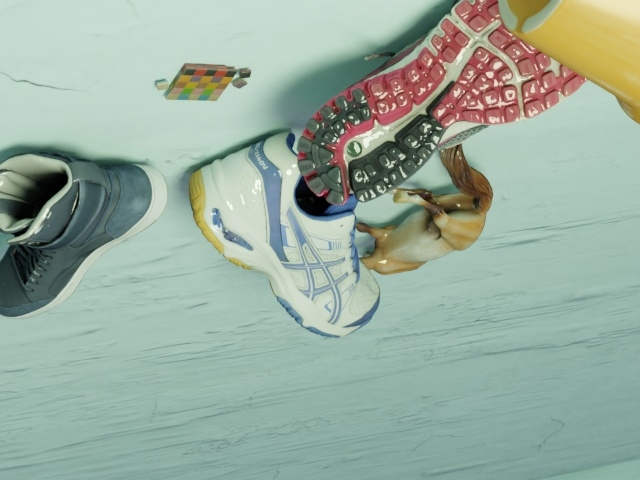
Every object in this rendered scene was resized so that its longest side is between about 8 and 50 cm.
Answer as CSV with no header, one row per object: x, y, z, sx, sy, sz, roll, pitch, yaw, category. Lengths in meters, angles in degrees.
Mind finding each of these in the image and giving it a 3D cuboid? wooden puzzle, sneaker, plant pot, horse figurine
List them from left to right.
-0.270,-0.004,1.362,0.226,0.086,0.163,-39,160,25,sneaker
-0.103,-0.136,1.283,0.083,0.006,0.049,-1,153,-30,wooden puzzle
0.000,0.000,1.483,0.131,0.112,0.296,-30,142,18,sneaker
0.101,-0.016,1.610,0.174,0.066,0.263,12,148,-35,horse figurine
0.110,-0.143,1.295,0.299,0.121,0.112,-27,-170,7,sneaker
0.250,-0.195,1.154,0.188,0.205,0.205,13,147,-22,plant pot
